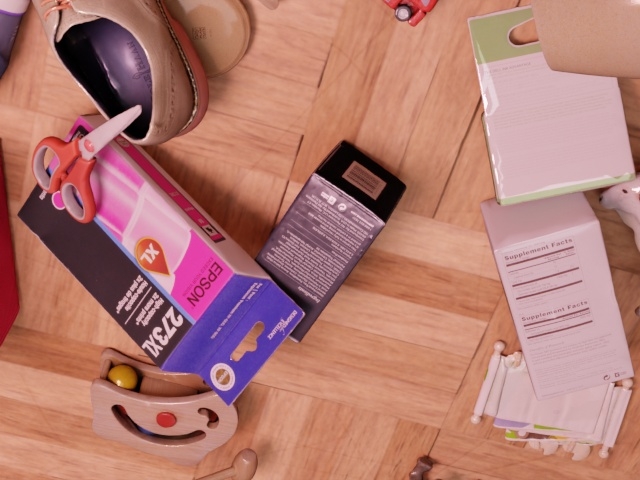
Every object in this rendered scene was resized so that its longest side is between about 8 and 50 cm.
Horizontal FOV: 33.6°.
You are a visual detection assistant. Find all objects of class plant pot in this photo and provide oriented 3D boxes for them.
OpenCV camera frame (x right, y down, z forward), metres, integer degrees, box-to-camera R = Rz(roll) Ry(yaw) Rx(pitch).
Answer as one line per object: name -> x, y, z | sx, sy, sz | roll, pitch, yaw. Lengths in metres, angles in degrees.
plant pot -> 0.375, -0.278, 1.154 | 0.274, 0.256, 0.256 | -11, 120, 21

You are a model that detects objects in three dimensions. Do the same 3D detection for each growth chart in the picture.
growth chart -> 0.339, 0.244, 1.556 | 0.237, 0.021, 0.172 | 14, 119, -8

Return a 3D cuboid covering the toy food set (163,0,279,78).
toy food set -> -0.148, -0.258, 1.269 | 0.132, 0.038, 0.192 | 37, 111, -23

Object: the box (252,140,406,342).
box -> 0.000, 0.000, 1.334 | 0.108, 0.153, 0.207 | 35, 114, 0

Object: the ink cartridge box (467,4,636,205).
ink cartridge box -> 0.282, -0.172, 1.306 | 0.171, 0.056, 0.235 | -11, 95, 6

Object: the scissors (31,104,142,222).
scissors -> -0.272, -0.110, 1.198 | 0.109, 0.021, 0.297 | 51, 147, 5

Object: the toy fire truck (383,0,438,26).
toy fire truck -> 0.081, -0.351, 1.207 | 0.192, 0.047, 0.135 | 37, 112, -19

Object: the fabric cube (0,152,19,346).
fabric cube -> -0.538, 0.032, 1.308 | 0.254, 0.259, 0.258 | 2, 117, 0

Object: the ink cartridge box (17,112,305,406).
ink cartridge box -> -0.205, 0.027, 1.314 | 0.371, 0.069, 0.176 | 43, 114, 11

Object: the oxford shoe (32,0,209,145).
oxford shoe -> -0.257, -0.285, 1.163 | 0.140, 0.146, 0.397 | -31, 99, 18

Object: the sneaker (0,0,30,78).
sneaker -> -0.516, -0.262, 1.211 | 0.322, 0.130, 0.236 | 26, 112, -20

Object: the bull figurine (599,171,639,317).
bull figurine -> 0.506, 0.012, 1.382 | 0.310, 0.101, 0.188 | 10, 123, -3

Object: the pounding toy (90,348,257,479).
pounding toy -> -0.198, 0.256, 1.488 | 0.269, 0.155, 0.154 | 22, 122, -11

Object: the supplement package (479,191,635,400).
supplement package -> 0.309, 0.062, 1.387 | 0.133, 0.139, 0.244 | -17, 117, 8

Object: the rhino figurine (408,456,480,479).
rhino figurine -> 0.227, 0.427, 1.631 | 0.243, 0.073, 0.106 | 27, 112, -15
